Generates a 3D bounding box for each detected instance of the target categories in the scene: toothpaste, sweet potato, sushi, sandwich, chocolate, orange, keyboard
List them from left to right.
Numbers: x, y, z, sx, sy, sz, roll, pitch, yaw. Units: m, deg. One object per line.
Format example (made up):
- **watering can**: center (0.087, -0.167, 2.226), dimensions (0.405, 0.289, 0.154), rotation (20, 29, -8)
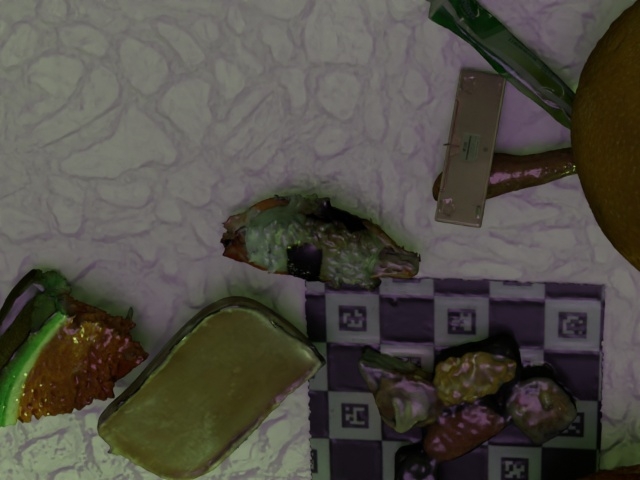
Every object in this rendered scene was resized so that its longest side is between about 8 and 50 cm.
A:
- **sandwich**: center (-0.305, 0.137, 1.907), dimensions (0.160, 0.109, 0.185), rotation (24, 111, -22)
- **chocolate**: center (-0.132, 0.160, 1.891), dimensions (0.261, 0.083, 0.161), rotation (-42, 119, 17)
- **sushi**: center (0.000, -0.001, 1.807), dimensions (0.226, 0.103, 0.097), rotation (10, 94, 3)
- **sushi**: center (0.150, 0.221, 1.879), dimensions (0.343, 0.064, 0.359), rotation (2, 110, 8)
- **keyboard**: center (0.159, -0.098, 1.754), dimensions (0.055, 0.017, 0.166), rotation (10, 87, 12)
- **toothpaste**: center (0.196, -0.192, 1.723), dimensions (0.248, 0.078, 0.047), rotation (40, 112, -3)
- **sweet potato**: center (0.223, -0.076, 1.771), dimensions (0.214, 0.050, 0.050), rotation (-10, 107, 12)
- **orange**: center (0.403, -0.097, 1.570), dimensions (0.322, 0.357, 0.322), rotation (3, 122, 4)

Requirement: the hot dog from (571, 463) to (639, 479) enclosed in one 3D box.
- **hot dog**: center (0.360, 0.399, 1.850), dimensions (0.267, 0.174, 0.388), rotation (-8, 121, 9)
